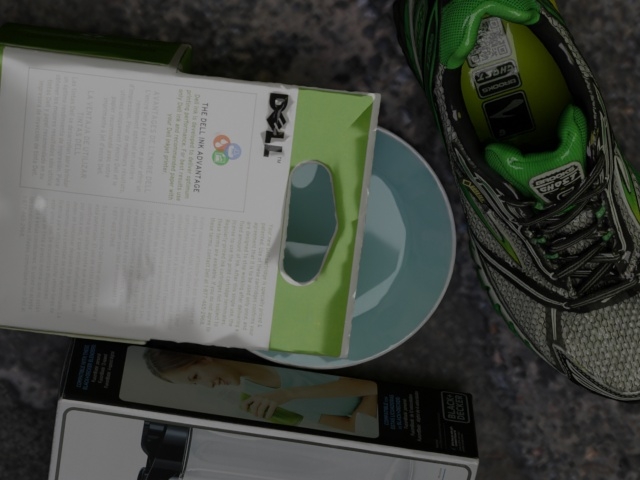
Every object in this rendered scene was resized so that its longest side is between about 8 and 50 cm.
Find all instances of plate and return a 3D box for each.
[{"bbox_3d":[0.000,0.000,1.344,0.188,0.024,0.188,0,109,-1],"label":"plate"}]

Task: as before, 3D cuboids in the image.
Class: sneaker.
[{"bbox_3d":[0.144,-0.030,1.272,0.134,0.146,0.343,-27,109,8],"label":"sneaker"}]

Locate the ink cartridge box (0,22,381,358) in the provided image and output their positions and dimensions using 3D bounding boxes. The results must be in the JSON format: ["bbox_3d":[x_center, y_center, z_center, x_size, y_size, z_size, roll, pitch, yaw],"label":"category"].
[{"bbox_3d":[-0.098,-0.031,1.279,0.255,0.097,0.189,7,105,-1],"label":"ink cartridge box"}]

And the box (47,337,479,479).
[{"bbox_3d":[-0.047,0.176,1.364,0.290,0.087,0.169,10,118,-4],"label":"box"}]
